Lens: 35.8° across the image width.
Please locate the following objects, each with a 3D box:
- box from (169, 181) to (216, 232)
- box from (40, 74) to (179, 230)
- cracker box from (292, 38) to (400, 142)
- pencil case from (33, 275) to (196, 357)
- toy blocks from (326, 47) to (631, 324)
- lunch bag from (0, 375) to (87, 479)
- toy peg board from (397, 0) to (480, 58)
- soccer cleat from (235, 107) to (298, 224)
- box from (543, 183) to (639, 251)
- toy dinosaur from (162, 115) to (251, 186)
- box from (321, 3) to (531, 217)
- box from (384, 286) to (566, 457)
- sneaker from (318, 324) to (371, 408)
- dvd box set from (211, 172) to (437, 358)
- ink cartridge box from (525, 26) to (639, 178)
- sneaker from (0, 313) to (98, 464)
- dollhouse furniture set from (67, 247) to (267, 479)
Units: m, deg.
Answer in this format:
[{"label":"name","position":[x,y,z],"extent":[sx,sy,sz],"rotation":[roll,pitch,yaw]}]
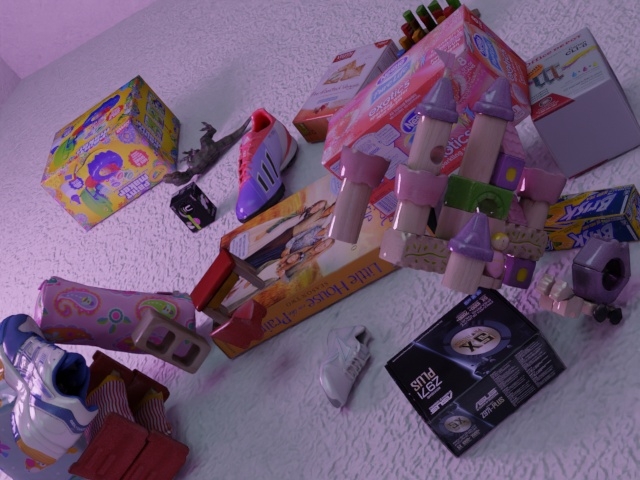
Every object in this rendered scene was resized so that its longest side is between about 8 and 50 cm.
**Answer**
[{"label":"box","position":[-0.270,-0.070,2.105],"extent":[0.062,0.083,0.052],"rotation":[-29,30,20]},{"label":"box","position":[-0.525,-0.224,2.519],"extent":[0.290,0.177,0.279],"rotation":[-32,31,14]},{"label":"cracker box","position":[0.061,-0.314,2.080],"extent":[0.155,0.067,0.232],"rotation":[-5,44,45]},{"label":"pencil case","position":[-0.353,0.135,1.733],"extent":[0.124,0.284,0.124],"rotation":[-172,90,-72]},{"label":"toy blocks","position":[0.218,-0.076,1.248],"extent":[0.309,0.288,0.260],"rotation":[24,100,51]},{"label":"lunch bag","position":[-0.501,0.289,1.735],"extent":[0.160,0.223,0.262],"rotation":[-35,30,5]},{"label":"toy peg board","position":[0.224,-0.423,2.030],"extent":[0.161,0.079,0.161],"rotation":[-15,38,38]},{"label":"soccer cleat","position":[-0.128,-0.150,1.996],"extent":[0.108,0.116,0.318],"rotation":[-24,27,26]},{"label":"box","position":[0.357,-0.028,1.361],"extent":[0.168,0.054,0.059],"rotation":[-10,42,43]},{"label":"toy dinosaur","position":[-0.269,-0.219,2.339],"extent":[0.268,0.064,0.118],"rotation":[-43,36,-9]},{"label":"box","position":[0.159,-0.194,1.527],"extent":[0.300,0.154,0.142],"rotation":[-38,28,33]},{"label":"box","position":[0.193,0.161,1.265],"extent":[0.180,0.077,0.147],"rotation":[-39,30,1]},{"label":"sneaker","position":[0.038,0.177,1.447],"extent":[0.061,0.054,0.152],"rotation":[-21,34,25]},{"label":"dvd box set","position":[0.000,0.000,1.724],"extent":[0.420,0.062,0.308],"rotation":[-29,31,18]},{"label":"ink cartridge box","position":[0.389,-0.209,1.498],"extent":[0.128,0.127,0.176],"rotation":[-28,30,20]},{"label":"sneaker","position":[-0.417,0.206,1.546],"extent":[0.131,0.112,0.296],"rotation":[-41,48,8]},{"label":"dollhouse furniture set","position":[-0.239,0.191,1.553],"extent":[0.374,0.152,0.201],"rotation":[-54,28,6]}]
